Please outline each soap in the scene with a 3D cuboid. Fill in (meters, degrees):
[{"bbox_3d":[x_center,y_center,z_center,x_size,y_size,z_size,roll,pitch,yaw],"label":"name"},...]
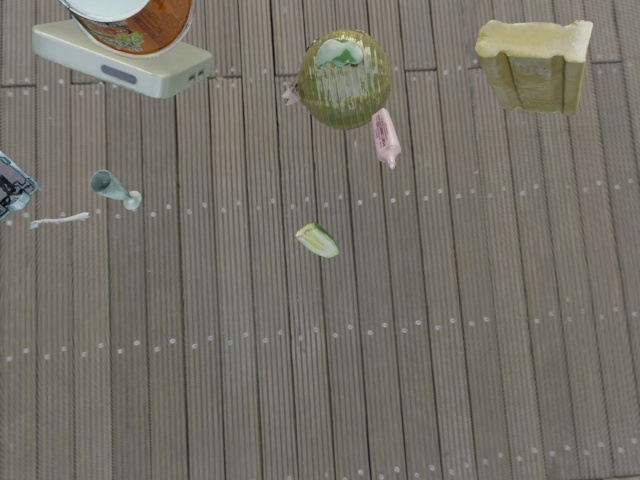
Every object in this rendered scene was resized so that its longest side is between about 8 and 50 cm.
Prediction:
[{"bbox_3d":[0.237,-0.180,0.510,0.092,0.252,0.037,13,99,26],"label":"soap"}]

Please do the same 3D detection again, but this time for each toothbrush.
[{"bbox_3d":[-0.646,-0.052,1.153,0.204,0.017,0.022,-8,67,21],"label":"toothbrush"}]

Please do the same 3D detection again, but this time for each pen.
[{"bbox_3d":[0.144,-0.222,1.029,0.053,0.032,0.197,-31,43,26],"label":"pen"}]

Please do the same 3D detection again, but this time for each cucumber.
[{"bbox_3d":[0.000,0.000,1.081,0.067,0.035,0.107,-29,128,27],"label":"cucumber"}]

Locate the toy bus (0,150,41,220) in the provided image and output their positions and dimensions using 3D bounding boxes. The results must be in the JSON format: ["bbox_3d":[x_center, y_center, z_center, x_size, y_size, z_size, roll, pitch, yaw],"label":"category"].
[{"bbox_3d":[-0.754,-0.079,0.990,0.147,0.128,0.256,26,67,41],"label":"toy bus"}]

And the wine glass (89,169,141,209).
[{"bbox_3d":[-0.604,-0.147,1.381,0.074,0.155,0.073,-3,75,11],"label":"wine glass"}]

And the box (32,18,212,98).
[{"bbox_3d":[-0.527,-0.516,1.300,0.368,0.373,0.090,21,121,-1],"label":"box"}]

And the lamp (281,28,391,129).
[{"bbox_3d":[0.039,-0.402,1.199,0.285,0.250,0.250,-11,83,10],"label":"lamp"}]

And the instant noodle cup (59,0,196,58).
[{"bbox_3d":[-0.334,-0.431,0.767,0.231,0.182,0.230,-2,104,-7],"label":"instant noodle cup"}]
